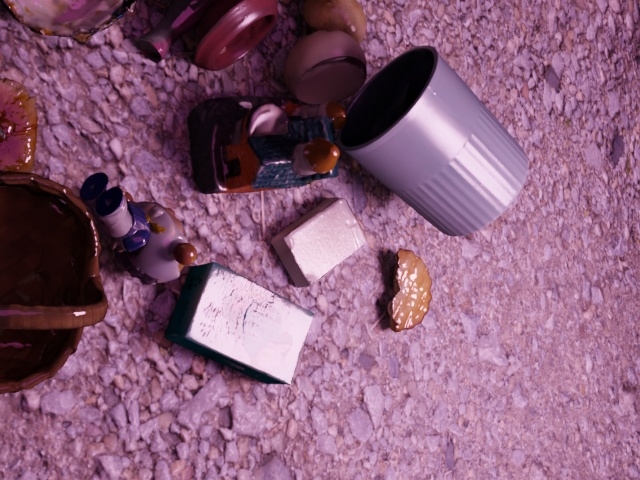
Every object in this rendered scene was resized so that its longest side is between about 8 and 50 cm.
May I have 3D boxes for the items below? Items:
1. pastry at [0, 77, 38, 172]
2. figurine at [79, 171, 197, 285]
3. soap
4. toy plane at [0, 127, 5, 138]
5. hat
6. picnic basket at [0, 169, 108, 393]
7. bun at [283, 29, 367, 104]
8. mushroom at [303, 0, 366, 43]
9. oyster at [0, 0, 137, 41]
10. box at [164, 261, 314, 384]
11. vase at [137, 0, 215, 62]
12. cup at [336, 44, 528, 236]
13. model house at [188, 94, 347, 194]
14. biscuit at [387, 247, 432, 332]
[{"bbox_3d":[-0.544,-0.170,1.284,0.182,0.093,0.193,6,87,-29],"label":"pastry"},{"bbox_3d":[-0.298,-0.010,1.345,0.194,0.274,0.133,39,83,3],"label":"figurine"},{"bbox_3d":[0.000,0.000,1.661,0.183,0.063,0.121,-37,105,-32],"label":"soap"},{"bbox_3d":[-0.516,-0.182,1.227,0.080,0.033,0.083,15,81,-11],"label":"toy plane"},{"bbox_3d":[-0.170,-0.405,1.524,0.205,0.205,0.089,-39,88,-33],"label":"hat"},{"bbox_3d":[-0.444,0.072,1.151,0.293,0.337,0.337,7,79,-33],"label":"picnic basket"},{"bbox_3d":[0.004,-0.365,1.656,0.172,0.173,0.120,-2,65,-35],"label":"bun"},{"bbox_3d":[0.031,-0.471,1.720,0.148,0.112,0.148,35,32,-27],"label":"mushroom"},{"bbox_3d":[-0.439,-0.447,1.407,0.259,0.092,0.198,-16,92,-27],"label":"oyster"},{"bbox_3d":[-0.148,0.160,1.517,0.245,0.092,0.153,29,68,-29],"label":"box"},{"bbox_3d":[-0.258,-0.428,1.534,0.086,0.086,0.214,46,65,-21],"label":"vase"},{"bbox_3d":[0.207,-0.173,1.642,0.311,0.331,0.257,39,41,-25],"label":"cup"},{"bbox_3d":[-0.061,-0.191,1.513,0.271,0.300,0.190,-6,94,-36],"label":"model house"},{"bbox_3d":[0.189,0.113,1.781,0.118,0.061,0.183,11,79,-35],"label":"biscuit"}]
